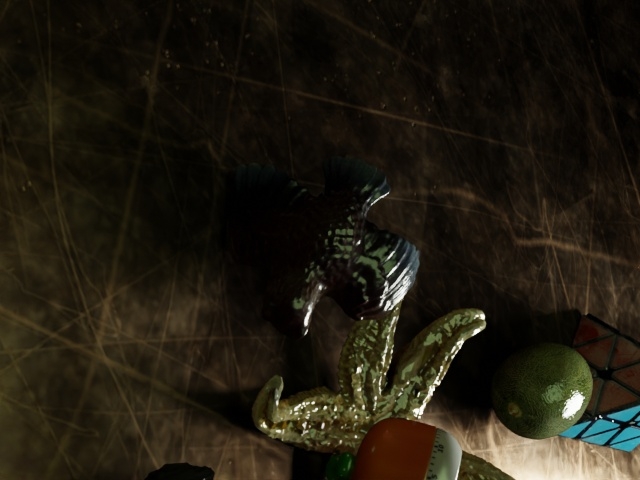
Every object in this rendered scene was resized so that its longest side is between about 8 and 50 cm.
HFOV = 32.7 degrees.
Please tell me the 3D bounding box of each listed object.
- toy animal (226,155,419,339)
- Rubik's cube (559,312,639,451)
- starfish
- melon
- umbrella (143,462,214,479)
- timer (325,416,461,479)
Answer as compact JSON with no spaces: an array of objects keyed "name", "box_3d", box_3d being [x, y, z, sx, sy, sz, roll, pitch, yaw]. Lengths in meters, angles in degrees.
[{"name":"toy animal","box_3d":[-0.003,0.006,1.083,0.218,0.116,0.179,30,41,-5]},{"name":"Rubik's cube","box_3d":[0.417,0.217,1.536,0.190,0.211,0.178,-94,165,-47]},{"name":"starfish","box_3d":[0.062,0.192,1.139,0.327,0.094,0.375,4,76,-32]},{"name":"melon","box_3d":[0.272,0.185,1.350,0.167,0.114,0.114,-19,93,-49]},{"name":"umbrella","box_3d":[-0.114,0.356,0.896,0.118,0.118,0.340,11,70,-44]},{"name":"timer","box_3d":[0.065,0.231,1.029,0.099,0.136,0.136,67,25,-68]}]
